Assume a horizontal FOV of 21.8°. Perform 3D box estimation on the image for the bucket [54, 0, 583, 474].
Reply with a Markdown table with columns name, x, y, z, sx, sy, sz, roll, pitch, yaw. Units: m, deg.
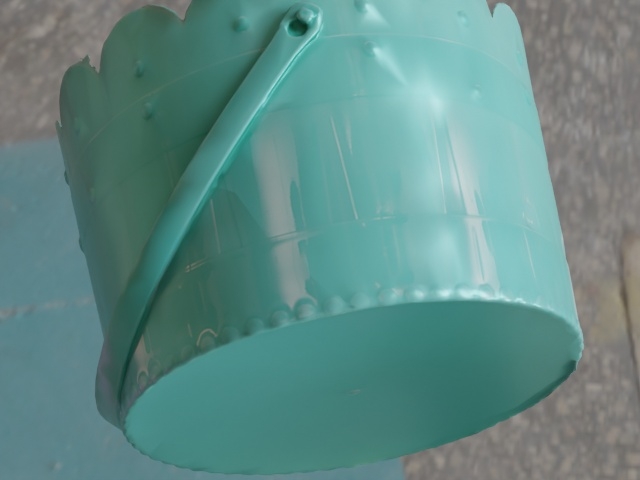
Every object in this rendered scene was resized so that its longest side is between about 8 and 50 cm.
| name | x | y | z | sx | sy | sz | roll | pitch | yaw |
| --- | --- | --- | --- | --- | --- | --- | --- | --- | --- |
| bucket | 0.000 | 0.000 | 0.879 | 0.281 | 0.281 | 0.183 | -19 | 63 | 17 |
